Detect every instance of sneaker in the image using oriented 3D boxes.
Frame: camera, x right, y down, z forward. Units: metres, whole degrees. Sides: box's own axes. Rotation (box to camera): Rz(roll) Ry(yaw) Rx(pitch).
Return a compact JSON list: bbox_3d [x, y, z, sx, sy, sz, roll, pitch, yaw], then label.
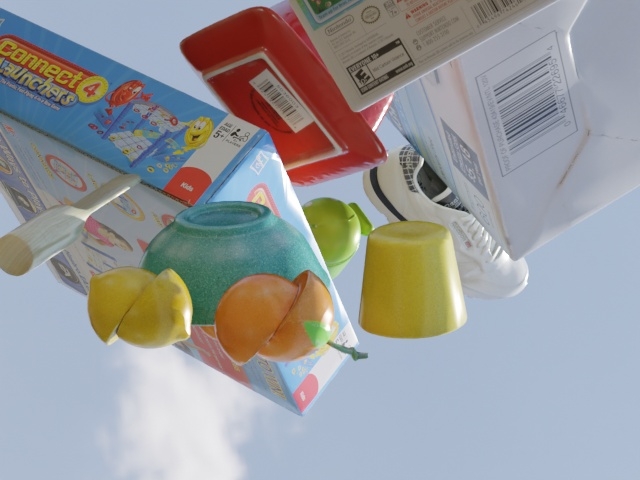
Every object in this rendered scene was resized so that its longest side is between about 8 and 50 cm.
[{"bbox_3d":[0.151,-0.017,2.158,0.095,0.235,0.090,-18,-140,50],"label":"sneaker"}]

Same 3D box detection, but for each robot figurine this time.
[{"bbox_3d":[0.000,0.000,1.885,0.115,0.101,0.067,122,-50,-68],"label":"robot figurine"}]

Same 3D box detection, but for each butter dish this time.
[{"bbox_3d":[-0.005,-0.137,1.582,0.160,0.118,0.160,51,-28,-15],"label":"butter dish"}]

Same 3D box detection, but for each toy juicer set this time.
[{"bbox_3d":[-0.086,0.033,1.290,0.329,0.209,0.089,12,-67,39],"label":"toy juicer set"}]

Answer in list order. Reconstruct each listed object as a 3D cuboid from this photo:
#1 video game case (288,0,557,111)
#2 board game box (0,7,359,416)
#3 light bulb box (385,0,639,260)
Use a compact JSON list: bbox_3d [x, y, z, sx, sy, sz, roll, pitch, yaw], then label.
[{"bbox_3d":[0.044,-0.165,1.095,0.157,0.019,0.143,-27,-85,33],"label":"video game case"},{"bbox_3d":[-0.142,-0.022,1.657,0.302,0.086,0.308,26,-24,30],"label":"board game box"},{"bbox_3d":[0.152,-0.246,1.908,0.361,0.225,0.358,51,-12,42],"label":"light bulb box"}]
